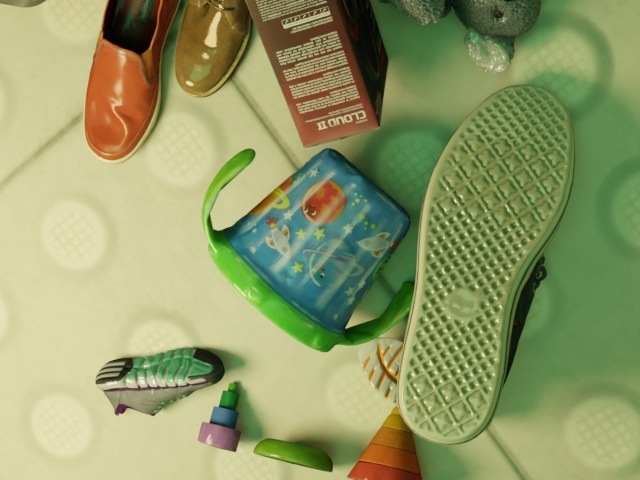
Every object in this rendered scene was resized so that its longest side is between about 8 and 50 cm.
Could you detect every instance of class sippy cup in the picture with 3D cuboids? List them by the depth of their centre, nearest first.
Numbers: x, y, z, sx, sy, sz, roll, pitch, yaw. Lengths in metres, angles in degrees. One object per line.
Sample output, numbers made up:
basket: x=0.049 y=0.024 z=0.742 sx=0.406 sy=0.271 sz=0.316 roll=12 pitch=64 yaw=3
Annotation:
sippy cup: x=0.000 y=0.000 z=1.220 sx=0.224 sy=0.305 sz=0.240 roll=-48 pitch=57 yaw=6

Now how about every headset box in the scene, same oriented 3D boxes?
headset box: x=0.001 y=-0.278 z=1.117 sx=0.110 sy=0.218 sz=0.293 roll=-12 pitch=122 yaw=16

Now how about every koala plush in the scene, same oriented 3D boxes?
koala plush: x=0.199 y=-0.344 z=1.137 sx=0.221 sy=0.203 sz=0.196 roll=25 pitch=94 yaw=-14

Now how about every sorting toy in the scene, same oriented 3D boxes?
sorting toy: x=-0.007 y=0.295 z=1.351 sx=0.365 sy=0.127 sz=0.126 roll=10 pitch=74 yaw=14

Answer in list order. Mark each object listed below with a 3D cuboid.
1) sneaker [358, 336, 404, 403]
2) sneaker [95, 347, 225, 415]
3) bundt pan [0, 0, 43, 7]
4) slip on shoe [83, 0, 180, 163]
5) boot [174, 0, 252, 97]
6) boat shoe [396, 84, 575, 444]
sneaker: x=0.148 y=0.220 z=1.289 sx=0.215 sy=0.083 sz=0.084 roll=35 pitch=86 yaw=7
sneaker: x=-0.249 y=0.237 z=1.404 sx=0.224 sy=0.083 sz=0.098 roll=-6 pitch=120 yaw=19
bundt pan: x=-0.397 y=-0.476 z=1.204 sx=0.331 sy=0.124 sz=0.331 roll=-11 pitch=73 yaw=43
slip on shoe: x=-0.291 y=-0.272 z=1.287 sx=0.123 sy=0.101 sz=0.331 roll=22 pitch=107 yaw=6
boot: x=-0.146 y=-0.348 z=1.231 sx=0.112 sy=0.115 sz=0.305 roll=26 pitch=107 yaw=5
boat shoe: x=0.221 y=0.029 z=1.193 sx=0.187 sy=0.156 sz=0.500 roll=14 pitch=86 yaw=11
